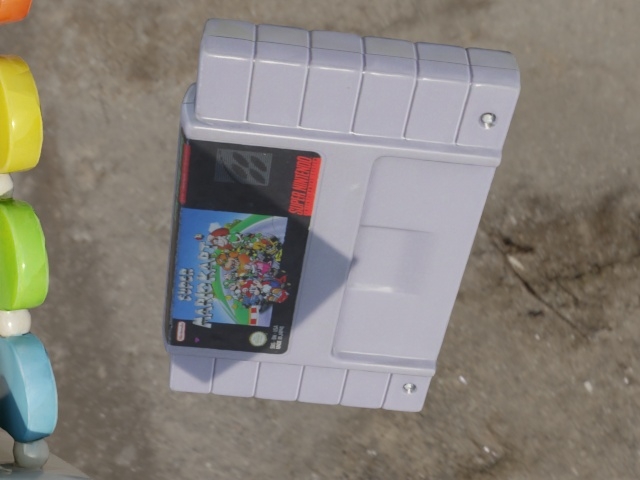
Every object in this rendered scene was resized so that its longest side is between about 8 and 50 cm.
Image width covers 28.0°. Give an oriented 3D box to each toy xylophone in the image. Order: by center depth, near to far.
[{"bbox_3d":[-0.170,-0.055,0.506,0.236,0.081,0.323,21,116,57],"label":"toy xylophone"}]

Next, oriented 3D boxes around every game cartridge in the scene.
[{"bbox_3d":[0.000,0.000,0.985,0.230,0.355,0.068,2,44,-9],"label":"game cartridge"}]
